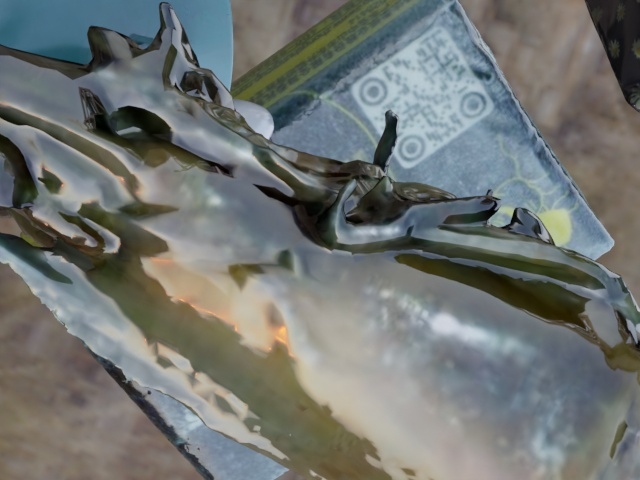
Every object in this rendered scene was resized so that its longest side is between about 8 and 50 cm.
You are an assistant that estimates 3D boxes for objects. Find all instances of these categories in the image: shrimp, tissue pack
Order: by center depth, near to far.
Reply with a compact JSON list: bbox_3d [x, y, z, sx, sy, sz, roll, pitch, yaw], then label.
[{"bbox_3d":[0.052,-0.033,0.359,0.198,0.262,0.051,-66,-169,-10],"label":"shrimp"},{"bbox_3d":[0.000,0.000,0.995,0.257,0.081,0.185,-34,120,4],"label":"tissue pack"}]

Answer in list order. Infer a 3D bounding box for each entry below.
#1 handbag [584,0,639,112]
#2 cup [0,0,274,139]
[{"bbox_3d":[0.177,-0.132,0.823,0.115,0.072,0.139,-100,-156,-46],"label":"handbag"},{"bbox_3d":[-0.146,-0.082,0.709,0.173,0.300,0.167,-18,126,-31],"label":"cup"}]
